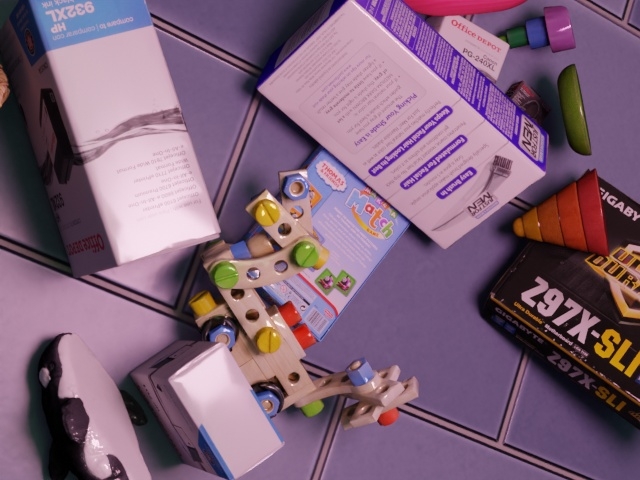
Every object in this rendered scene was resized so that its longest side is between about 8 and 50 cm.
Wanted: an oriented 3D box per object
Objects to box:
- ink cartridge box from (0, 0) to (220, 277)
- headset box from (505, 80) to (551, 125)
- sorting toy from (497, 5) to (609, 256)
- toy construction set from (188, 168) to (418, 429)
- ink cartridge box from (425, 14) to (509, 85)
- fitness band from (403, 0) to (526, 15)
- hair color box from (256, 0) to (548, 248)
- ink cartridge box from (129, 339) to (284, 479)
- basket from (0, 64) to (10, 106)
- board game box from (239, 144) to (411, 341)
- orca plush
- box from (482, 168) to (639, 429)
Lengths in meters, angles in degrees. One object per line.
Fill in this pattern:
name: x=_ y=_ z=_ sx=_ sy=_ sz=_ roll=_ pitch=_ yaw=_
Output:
ink cartridge box: x=-0.246 y=-0.124 z=1.382 sx=0.129 sy=0.223 sz=0.308 roll=-19 pitch=93 yaw=-24
headset box: x=0.284 y=-0.182 z=1.735 sx=0.062 sy=0.032 sz=0.083 roll=44 pitch=71 yaw=-14
sorting toy: x=0.307 y=-0.145 z=1.672 sx=0.126 sy=0.127 sz=0.366 roll=-11 pitch=74 yaw=14
toy construction set: x=-0.030 y=0.097 z=1.475 sx=0.215 sy=0.151 sz=0.328 roll=-32 pitch=93 yaw=-2
ink cartridge box: x=0.180 y=-0.225 z=1.675 sx=0.109 sy=0.063 sz=0.151 roll=26 pitch=75 yaw=-19
fitness band: x=0.187 y=-0.408 z=1.668 sx=0.290 sy=0.054 sz=0.209 roll=-10 pitch=71 yaw=-25
hair color box: x=0.109 y=-0.164 z=1.561 sx=0.339 sy=0.185 sz=0.110 roll=41 pitch=35 yaw=-16
ink cartridge box: x=-0.136 y=0.193 z=1.419 sx=0.082 sy=0.190 sz=0.140 roll=-34 pitch=99 yaw=-22
basket: x=-0.482 y=-0.195 z=1.282 sx=0.299 sy=0.223 sz=0.213 roll=35 pitch=72 yaw=-17
board game box: x=0.000 y=0.000 z=1.584 sx=0.160 sy=0.039 sz=0.211 roll=44 pitch=71 yaw=-14
orca plush: x=-0.261 y=0.254 z=1.419 sx=0.102 sy=0.151 sz=0.287 roll=-32 pitch=98 yaw=19
box: x=0.423 y=0.091 z=1.673 sx=0.322 sy=0.079 sz=0.257 roll=37 pitch=69 yaw=12
